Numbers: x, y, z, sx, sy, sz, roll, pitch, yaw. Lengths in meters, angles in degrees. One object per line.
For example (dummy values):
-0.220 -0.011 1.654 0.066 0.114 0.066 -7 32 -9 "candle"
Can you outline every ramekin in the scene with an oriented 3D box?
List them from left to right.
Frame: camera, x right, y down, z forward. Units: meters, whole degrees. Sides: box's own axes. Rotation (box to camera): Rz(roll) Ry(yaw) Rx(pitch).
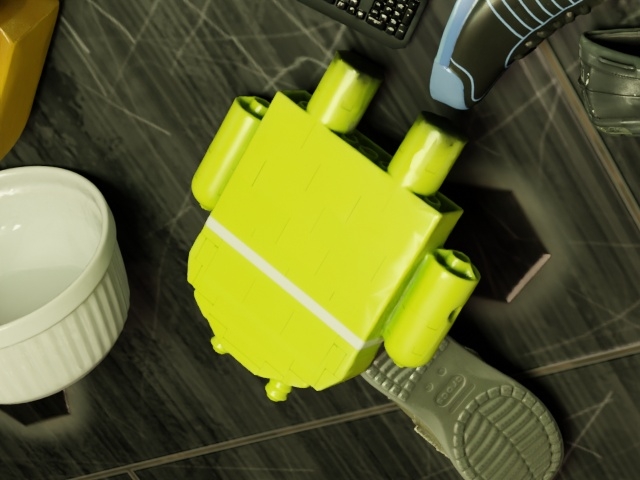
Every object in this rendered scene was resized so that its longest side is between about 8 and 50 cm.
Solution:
-0.262 0.043 1.288 0.207 0.207 0.109 4 136 22 "ramekin"

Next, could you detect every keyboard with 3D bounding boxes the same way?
-0.012 -0.209 1.086 0.192 0.038 0.100 26 132 2 "keyboard"

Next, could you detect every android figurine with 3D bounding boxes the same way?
0.000 0.000 1.162 0.248 0.056 0.273 37 114 21 "android figurine"

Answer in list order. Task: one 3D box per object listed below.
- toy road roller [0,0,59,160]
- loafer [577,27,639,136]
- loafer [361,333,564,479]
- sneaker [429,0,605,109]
-0.332 -0.172 1.120 0.202 0.240 0.329 27 132 3 "toy road roller"
0.273 -0.118 0.997 0.223 0.076 0.078 -2 119 37 "loafer"
0.112 0.126 1.271 0.094 0.087 0.251 -43 115 1 "loafer"
0.150 -0.169 1.014 0.090 0.081 0.232 31 131 9 "sneaker"
